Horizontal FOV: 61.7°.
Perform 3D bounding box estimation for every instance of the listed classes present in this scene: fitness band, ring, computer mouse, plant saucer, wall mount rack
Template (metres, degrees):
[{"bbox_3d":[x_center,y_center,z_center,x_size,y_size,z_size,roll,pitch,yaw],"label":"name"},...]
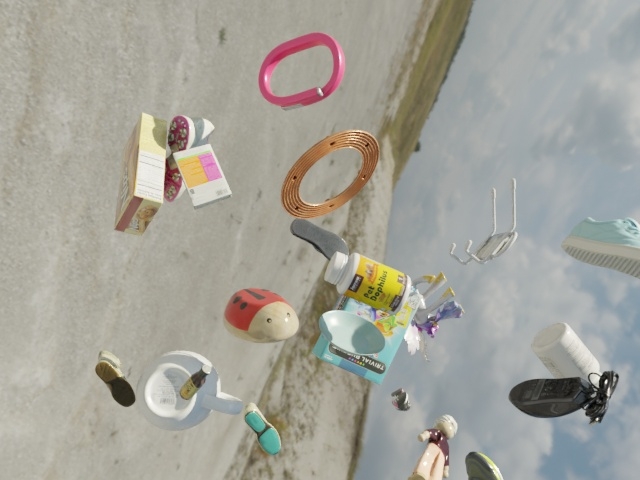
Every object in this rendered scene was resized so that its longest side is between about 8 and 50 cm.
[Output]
[{"bbox_3d":[-0.063,-0.517,1.639,0.054,0.290,0.209,10,74,-60],"label":"fitness band"},{"bbox_3d":[0.027,-0.193,1.578,0.336,0.032,0.337,-25,149,-17],"label":"ring"},{"bbox_3d":[0.626,0.419,1.395,0.272,0.072,0.188,-17,-167,45],"label":"computer mouse"},{"bbox_3d":[0.083,0.265,1.482,0.195,0.195,0.037,-63,173,-65],"label":"plant saucer"},{"bbox_3d":[0.604,-0.050,1.913,0.304,0.130,0.350,-50,179,-4],"label":"wall mount rack"}]

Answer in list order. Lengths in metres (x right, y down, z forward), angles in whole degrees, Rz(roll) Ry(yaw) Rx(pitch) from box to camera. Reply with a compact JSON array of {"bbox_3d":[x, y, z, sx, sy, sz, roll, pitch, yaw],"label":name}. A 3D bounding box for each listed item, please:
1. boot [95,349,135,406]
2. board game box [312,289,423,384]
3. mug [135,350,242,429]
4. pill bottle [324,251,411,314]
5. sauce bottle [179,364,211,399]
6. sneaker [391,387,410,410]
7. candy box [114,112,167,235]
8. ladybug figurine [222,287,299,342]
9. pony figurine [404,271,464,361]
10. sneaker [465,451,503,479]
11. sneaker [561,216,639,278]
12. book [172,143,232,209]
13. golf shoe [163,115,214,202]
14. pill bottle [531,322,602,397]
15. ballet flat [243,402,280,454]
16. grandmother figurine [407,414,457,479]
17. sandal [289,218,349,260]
[{"bbox_3d":[-0.787,0.528,2.066,0.077,0.213,0.165,-35,-162,-13],"label":"boot"},{"bbox_3d":[0.161,0.279,1.796,0.336,0.253,0.079,-64,-158,-4],"label":"board game box"},{"bbox_3d":[-0.454,0.536,1.873,0.328,0.374,0.276,112,-6,-75],"label":"mug"},{"bbox_3d":[0.124,0.108,1.429,0.117,0.215,0.117,-157,-90,-83],"label":"pill bottle"},{"bbox_3d":[-0.328,0.371,1.410,0.128,0.042,0.042,-52,-174,29],"label":"sauce bottle"},{"bbox_3d":[0.335,0.652,2.152,0.072,0.077,0.178,-35,178,7],"label":"sneaker"},{"bbox_3d":[-0.527,-0.195,1.580,0.183,0.087,0.316,-43,-136,42],"label":"candy box"},{"bbox_3d":[-0.280,0.323,2.414,0.305,0.449,0.162,-16,108,-36],"label":"ladybug figurine"},{"bbox_3d":[0.451,0.340,2.429,0.363,0.351,0.303,-29,147,9],"label":"pony figurine"},{"bbox_3d":[0.475,0.781,1.576,0.111,0.121,0.300,-32,-121,48],"label":"sneaker"},{"bbox_3d":[0.827,0.004,1.433,0.150,0.135,0.366,-56,-149,-4],"label":"sneaker"},{"bbox_3d":[-0.286,-0.156,1.298,0.096,0.144,0.035,-21,165,-15],"label":"book"},{"bbox_3d":[-0.416,-0.249,1.677,0.140,0.115,0.306,-22,148,-48],"label":"golf shoe"},{"bbox_3d":[0.758,0.374,1.619,0.131,0.229,0.131,-39,-178,2],"label":"pill bottle"},{"bbox_3d":[-0.233,0.740,2.121,0.248,0.086,0.086,65,26,-23],"label":"ballet flat"},{"bbox_3d":[0.426,0.780,1.967,0.342,0.104,0.208,-46,121,-50],"label":"grandmother figurine"},{"bbox_3d":[0.000,-0.001,1.996,0.097,0.254,0.054,-58,-169,-22],"label":"sandal"}]
